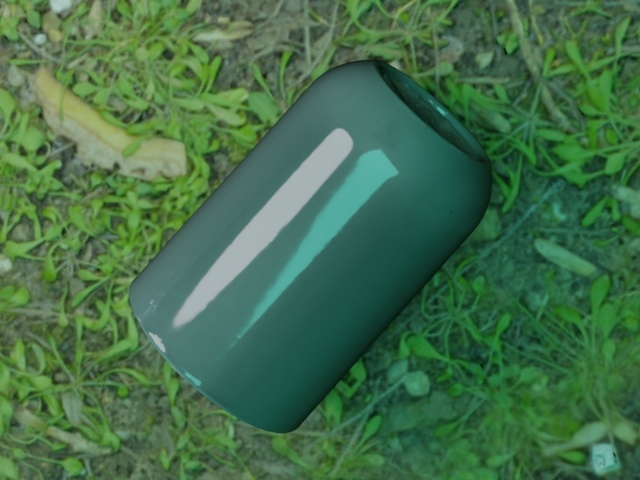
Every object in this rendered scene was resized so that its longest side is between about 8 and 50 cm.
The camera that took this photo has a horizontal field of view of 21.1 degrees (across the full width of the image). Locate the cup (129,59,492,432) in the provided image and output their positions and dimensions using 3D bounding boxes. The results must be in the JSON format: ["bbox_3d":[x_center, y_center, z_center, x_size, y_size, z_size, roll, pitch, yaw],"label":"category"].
[{"bbox_3d":[0.000,0.000,1.552,0.205,0.205,0.312,44,105,4],"label":"cup"}]
